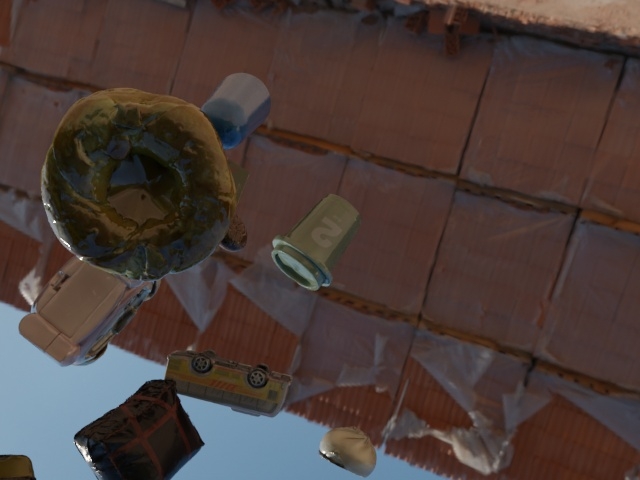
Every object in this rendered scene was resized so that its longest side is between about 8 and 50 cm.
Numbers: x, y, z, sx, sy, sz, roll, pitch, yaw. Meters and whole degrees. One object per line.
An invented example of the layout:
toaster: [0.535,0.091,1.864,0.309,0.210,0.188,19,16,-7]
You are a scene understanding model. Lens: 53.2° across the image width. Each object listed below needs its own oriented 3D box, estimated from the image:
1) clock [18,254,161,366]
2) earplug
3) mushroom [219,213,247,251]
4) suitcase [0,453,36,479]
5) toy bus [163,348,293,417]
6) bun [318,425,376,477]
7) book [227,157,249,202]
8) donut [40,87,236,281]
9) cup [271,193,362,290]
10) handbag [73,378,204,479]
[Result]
clock: [-0.543,0.156,1.558,0.184,0.342,0.326,43,169,5]
earplug: [-0.189,-0.267,1.354,0.132,0.132,0.273,17,-157,-3]
mushroom: [-0.252,-0.029,1.752,0.126,0.085,0.109,48,-175,-16]
suitcase: [-0.619,0.473,1.093,0.235,0.194,0.143,14,-142,-46]
toy bus: [-0.199,0.302,1.366,0.268,0.106,0.092,14,180,1]
bun: [0.089,0.603,1.856,0.173,0.120,0.173,27,168,6]
book: [-0.373,-0.217,2.044,0.289,0.201,0.026,32,145,-23]
donut: [-0.328,-0.106,1.158,0.360,0.360,0.170,17,-169,-9]
cup: [0.000,0.000,1.057,0.120,0.141,0.120,35,159,15]
handbag: [-0.340,0.379,1.217,0.155,0.169,0.215,-7,-163,32]
